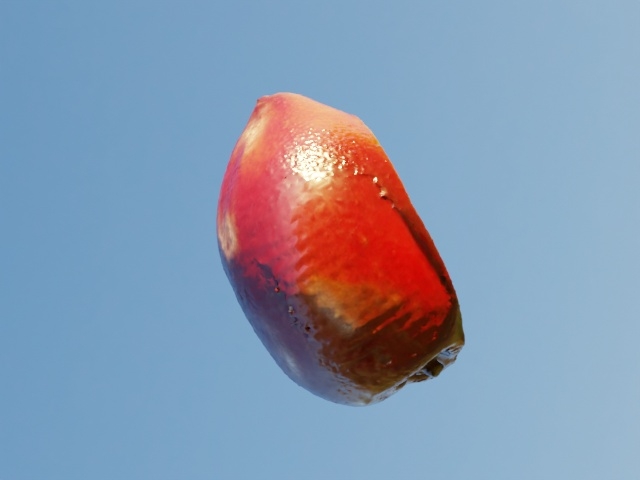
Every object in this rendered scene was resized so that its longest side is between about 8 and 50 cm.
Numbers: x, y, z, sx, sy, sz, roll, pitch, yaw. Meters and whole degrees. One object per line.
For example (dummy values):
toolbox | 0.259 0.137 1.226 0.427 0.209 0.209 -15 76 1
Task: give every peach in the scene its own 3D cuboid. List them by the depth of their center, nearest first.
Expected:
peach | 0.002 0.001 1.322 0.158 0.154 0.267 -21 -95 -17
